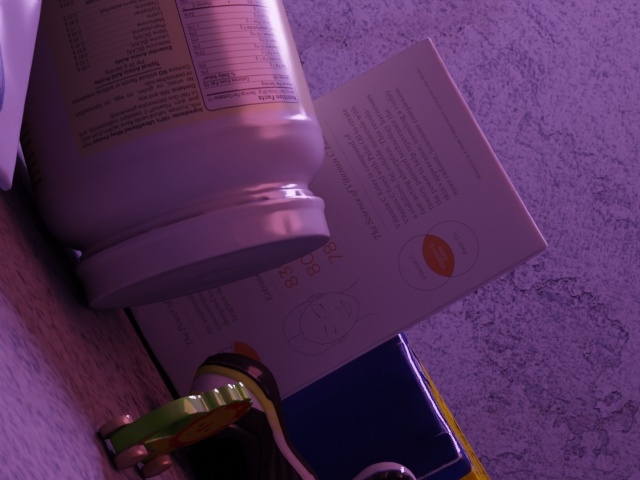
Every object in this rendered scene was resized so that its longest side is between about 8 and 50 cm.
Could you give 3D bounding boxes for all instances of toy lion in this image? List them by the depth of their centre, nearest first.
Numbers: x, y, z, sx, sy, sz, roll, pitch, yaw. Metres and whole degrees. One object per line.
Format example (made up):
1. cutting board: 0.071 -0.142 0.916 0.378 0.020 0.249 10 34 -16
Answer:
1. toy lion: -0.094 0.127 1.162 0.034 0.096 0.100 61 4 17

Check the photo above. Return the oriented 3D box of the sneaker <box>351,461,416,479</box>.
1. sneaker: 0.034 0.262 1.427 0.086 0.085 0.237 -95 -168 -46

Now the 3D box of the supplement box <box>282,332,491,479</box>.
1. supplement box: 0.089 0.294 1.690 0.356 0.195 0.194 58 4 -42

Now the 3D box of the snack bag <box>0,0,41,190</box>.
1. snack bag: -0.269 -0.237 1.015 0.342 0.037 0.323 49 37 -51

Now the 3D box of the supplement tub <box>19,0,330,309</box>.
1. supplement tub: -0.131 -0.127 1.330 0.235 0.235 0.325 39 34 -81

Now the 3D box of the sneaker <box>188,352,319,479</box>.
1. sneaker: -0.068 0.196 1.379 0.097 0.084 0.235 -60 141 -41

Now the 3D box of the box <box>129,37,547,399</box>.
1. box: 0.000 0.000 1.517 0.215 0.345 0.168 61 2 2
